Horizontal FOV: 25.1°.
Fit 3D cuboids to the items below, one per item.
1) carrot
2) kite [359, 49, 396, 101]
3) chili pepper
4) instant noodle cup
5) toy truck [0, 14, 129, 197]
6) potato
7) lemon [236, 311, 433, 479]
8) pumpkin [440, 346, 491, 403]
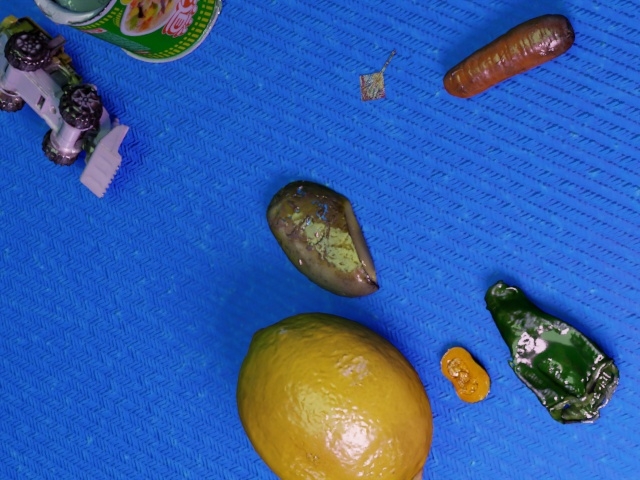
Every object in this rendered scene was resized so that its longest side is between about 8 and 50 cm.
[{"bbox_3d":[0.238,-0.236,1.837,0.186,0.060,0.060,-23,81,26],"label":"carrot"},{"bbox_3d":[0.074,-0.223,1.940,0.044,0.002,0.078,16,99,23],"label":"kite"},{"bbox_3d":[0.289,0.134,1.820,0.108,0.062,0.216,-43,74,12],"label":"chili pepper"},{"bbox_3d":[-0.273,-0.356,1.968,0.207,0.233,0.207,0,91,23],"label":"instant noodle cup"},{"bbox_3d":[-0.373,-0.202,2.080,0.286,0.111,0.136,47,140,7],"label":"toy truck"},{"bbox_3d":[0.000,0.000,1.951,0.119,0.054,0.198,-37,76,17],"label":"potato"},{"bbox_3d":[0.018,0.218,1.850,0.263,0.236,0.235,15,97,4],"label":"lemon"},{"bbox_3d":[0.194,0.176,1.878,0.050,0.028,0.083,-43,66,17],"label":"pumpkin"}]
